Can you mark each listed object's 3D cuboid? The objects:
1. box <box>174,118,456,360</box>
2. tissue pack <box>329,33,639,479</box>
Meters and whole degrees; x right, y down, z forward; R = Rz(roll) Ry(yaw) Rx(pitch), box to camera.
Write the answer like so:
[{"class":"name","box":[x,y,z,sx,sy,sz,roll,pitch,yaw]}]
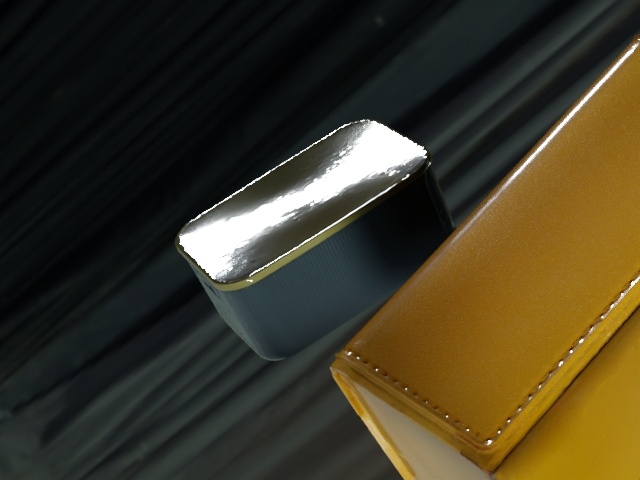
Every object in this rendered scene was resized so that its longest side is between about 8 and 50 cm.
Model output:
[{"class":"box","box":[0.000,0.000,1.229,0.144,0.201,0.090,35,-26,60]},{"class":"tissue pack","box":[0.167,0.048,0.858,0.145,0.274,0.194,31,-20,46]}]
